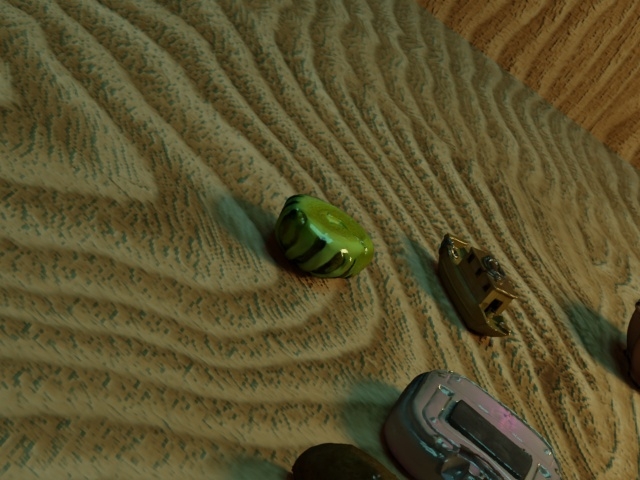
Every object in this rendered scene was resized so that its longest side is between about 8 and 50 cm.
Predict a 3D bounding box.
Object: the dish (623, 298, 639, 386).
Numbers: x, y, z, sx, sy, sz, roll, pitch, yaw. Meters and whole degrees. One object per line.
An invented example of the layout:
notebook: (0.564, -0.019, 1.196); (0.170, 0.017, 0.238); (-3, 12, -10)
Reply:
dish: (0.537, 0.187, 2.191); (0.213, 0.090, 0.213); (34, 22, -16)

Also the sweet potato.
sweet potato: (0.072, 0.300, 1.222); (0.114, 0.092, 0.341); (-1, 36, -20)

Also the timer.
timer: (0.172, 0.233, 1.546); (0.208, 0.069, 0.191); (39, 24, 2)

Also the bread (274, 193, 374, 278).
bread: (0.000, 0.000, 1.747); (0.130, 0.071, 0.139); (41, 19, 0)

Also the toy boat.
toy boat: (0.216, 0.056, 1.965); (0.057, 0.077, 0.200); (23, 25, -31)
